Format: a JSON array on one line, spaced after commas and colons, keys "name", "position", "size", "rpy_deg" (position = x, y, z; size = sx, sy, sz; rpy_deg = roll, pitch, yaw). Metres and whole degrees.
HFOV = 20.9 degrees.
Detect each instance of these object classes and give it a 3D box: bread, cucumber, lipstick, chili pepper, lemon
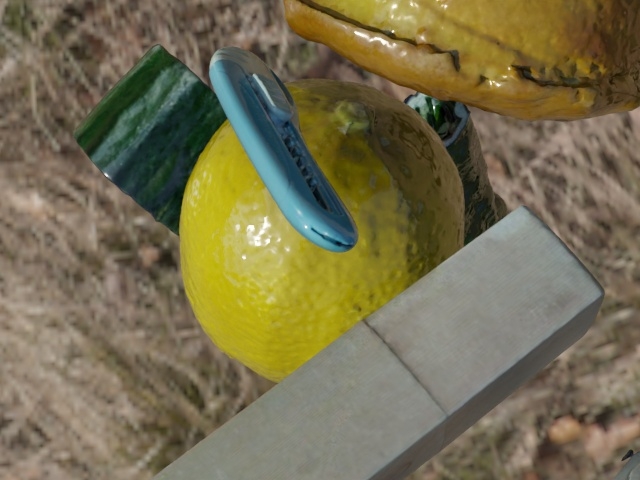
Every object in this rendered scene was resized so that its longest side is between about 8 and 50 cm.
[{"name": "bread", "position": [0.106, -0.164, 1.139], "size": [0.268, 0.268, 0.146], "rpy_deg": [11, 110, -21]}, {"name": "cucumber", "position": [-0.147, -0.098, 1.710], "size": [0.130, 0.191, 0.191], "rpy_deg": [-45, 129, 1]}, {"name": "lipstick", "position": [-0.002, 0.121, 0.981], "size": [0.371, 0.080, 0.076], "rpy_deg": [-36, 161, -16]}, {"name": "chili pepper", "position": [0.134, -0.045, 1.813], "size": [0.099, 0.136, 0.270], "rpy_deg": [5, 158, 18]}, {"name": "lemon", "position": [0.000, 0.000, 1.494], "size": [0.245, 0.245, 0.320], "rpy_deg": [0, 139, -12]}]

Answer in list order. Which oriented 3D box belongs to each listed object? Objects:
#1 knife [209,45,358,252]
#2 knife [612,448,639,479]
[{"name": "knife", "position": [-0.023, -0.063, 1.073], "size": [0.064, 0.222, 0.031], "rpy_deg": [21, 115, -32]}, {"name": "knife", "position": [0.247, 0.288, 1.616], "size": [0.336, 0.081, 0.043], "rpy_deg": [-37, 134, -41]}]
